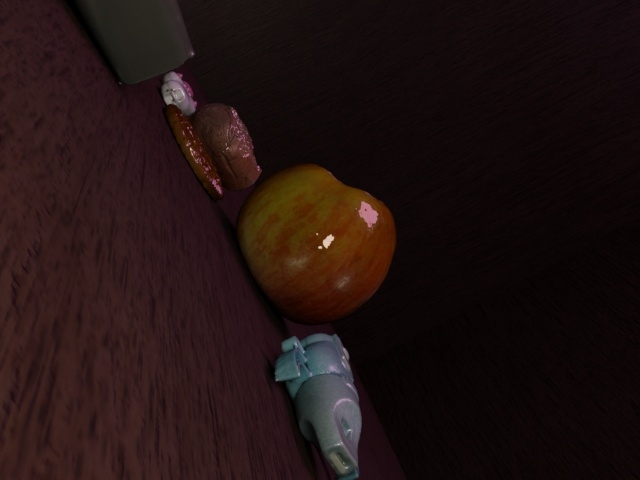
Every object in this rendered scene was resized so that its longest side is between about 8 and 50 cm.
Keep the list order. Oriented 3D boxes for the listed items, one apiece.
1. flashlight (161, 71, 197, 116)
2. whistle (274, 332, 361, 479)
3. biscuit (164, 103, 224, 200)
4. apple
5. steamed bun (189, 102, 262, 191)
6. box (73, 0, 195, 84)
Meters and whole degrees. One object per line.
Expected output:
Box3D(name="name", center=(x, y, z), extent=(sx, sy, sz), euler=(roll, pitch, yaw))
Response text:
Box3D(name="flashlight", center=(-0.272, -0.282, 1.304), extent=(0.093, 0.048, 0.200), euler=(63, -1, -16))
Box3D(name="whistle", center=(0.004, 0.196, 0.866), extent=(0.186, 0.093, 0.274), euler=(63, 3, -20))
Box3D(name="biscuit", center=(-0.216, -0.154, 1.180), extent=(0.187, 0.027, 0.188), euler=(61, 0, 0))
Box3D(name="apple", center=(0.000, 0.000, 1.211), extent=(0.301, 0.302, 0.301), euler=(62, 0, 1))
Box3D(name="steamed bun", center=(-0.185, -0.191, 1.331), extent=(0.175, 0.106, 0.144), euler=(56, -10, 42))
Box3D(name="box", center=(-0.257, -0.334, 0.850), extent=(0.274, 0.138, 0.178), euler=(-116, -173, -46))
